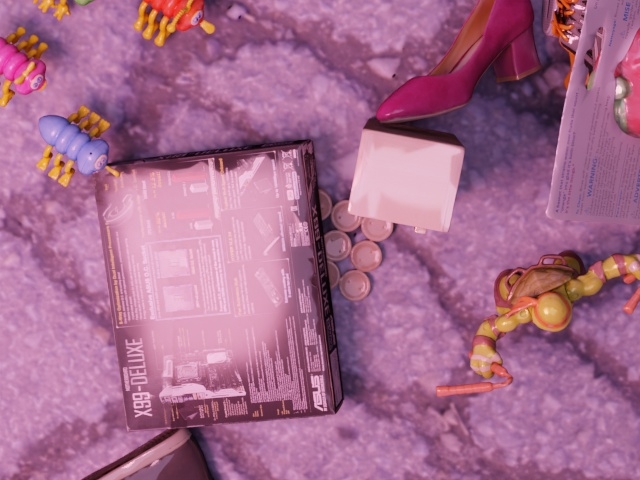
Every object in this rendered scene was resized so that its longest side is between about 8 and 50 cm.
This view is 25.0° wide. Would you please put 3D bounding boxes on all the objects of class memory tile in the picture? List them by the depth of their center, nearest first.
[{"bbox_3d":[0.000,0.000,1.648,0.148,0.012,0.113,19,97,0],"label":"memory tile"}]

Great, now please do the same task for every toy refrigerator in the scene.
[{"bbox_3d":[0.088,-0.069,1.505,0.102,0.269,0.094,11,97,1],"label":"toy refrigerator"}]

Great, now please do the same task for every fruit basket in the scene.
[{"bbox_3d":[0.363,-0.173,1.463,0.353,0.165,0.327,3,100,-36],"label":"fruit basket"}]

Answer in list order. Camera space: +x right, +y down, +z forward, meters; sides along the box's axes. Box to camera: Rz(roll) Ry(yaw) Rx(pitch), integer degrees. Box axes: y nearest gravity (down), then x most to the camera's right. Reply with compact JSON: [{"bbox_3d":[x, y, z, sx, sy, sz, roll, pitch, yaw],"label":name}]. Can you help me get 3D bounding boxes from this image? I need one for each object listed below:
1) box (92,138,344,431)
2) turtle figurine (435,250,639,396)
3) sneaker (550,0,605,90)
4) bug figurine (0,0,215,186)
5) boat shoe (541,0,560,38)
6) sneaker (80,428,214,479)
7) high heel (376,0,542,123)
[{"bbox_3d":[-0.113,0.053,1.618,0.242,0.076,0.307,-7,96,10],"label":"box"},{"bbox_3d":[0.228,0.066,1.539,0.269,0.217,0.087,-34,94,7],"label":"turtle figurine"},{"bbox_3d":[0.280,-0.240,1.512,0.083,0.084,0.215,-21,120,1],"label":"sneaker"},{"bbox_3d":[-0.257,-0.210,1.578,0.216,0.072,0.279,31,84,6],"label":"bug figurine"},{"bbox_3d":[0.287,-0.333,1.567,0.076,0.083,0.226,1,109,-7],"label":"boat shoe"},{"bbox_3d":[-0.221,0.317,1.662,0.222,0.083,0.118,-30,95,5],"label":"sneaker"},{"bbox_3d":[0.140,-0.204,1.531,0.244,0.082,0.117,-25,104,-30],"label":"high heel"}]
